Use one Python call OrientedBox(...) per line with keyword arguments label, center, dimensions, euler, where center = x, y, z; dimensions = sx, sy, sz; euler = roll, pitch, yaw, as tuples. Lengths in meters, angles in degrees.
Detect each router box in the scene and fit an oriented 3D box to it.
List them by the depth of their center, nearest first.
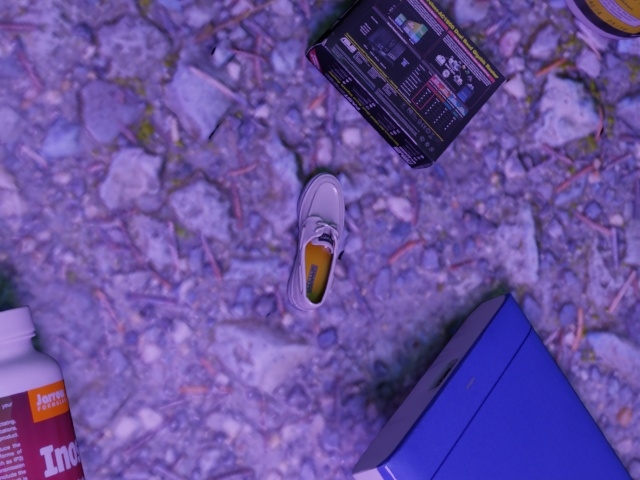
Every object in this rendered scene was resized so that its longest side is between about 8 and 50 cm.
OrientedBox(label="router box", center=(0.063, -0.127, 0.795), dimensions=(0.122, 0.038, 0.092), euler=(46, 72, -12))

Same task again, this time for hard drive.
OrientedBox(label="hard drive", center=(0.168, 0.221, 0.760), dimensions=(0.318, 0.040, 0.210), euler=(56, 42, -8))

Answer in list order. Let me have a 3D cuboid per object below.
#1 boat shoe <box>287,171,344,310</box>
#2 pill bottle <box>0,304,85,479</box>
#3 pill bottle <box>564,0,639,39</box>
OrientedBox(label="boat shoe", center=(0.000, 0.000, 0.761), dimensions=(0.035, 0.035, 0.100), euler=(16, 80, -19))
OrientedBox(label="pill bottle", center=(-0.191, 0.119, 0.651), dimensions=(0.086, 0.086, 0.152), euler=(-13, 91, -22))
OrientedBox(label="pill bottle", center=(0.275, -0.228, 0.793), dimensions=(0.119, 0.208, 0.119), euler=(2, 85, -21))
